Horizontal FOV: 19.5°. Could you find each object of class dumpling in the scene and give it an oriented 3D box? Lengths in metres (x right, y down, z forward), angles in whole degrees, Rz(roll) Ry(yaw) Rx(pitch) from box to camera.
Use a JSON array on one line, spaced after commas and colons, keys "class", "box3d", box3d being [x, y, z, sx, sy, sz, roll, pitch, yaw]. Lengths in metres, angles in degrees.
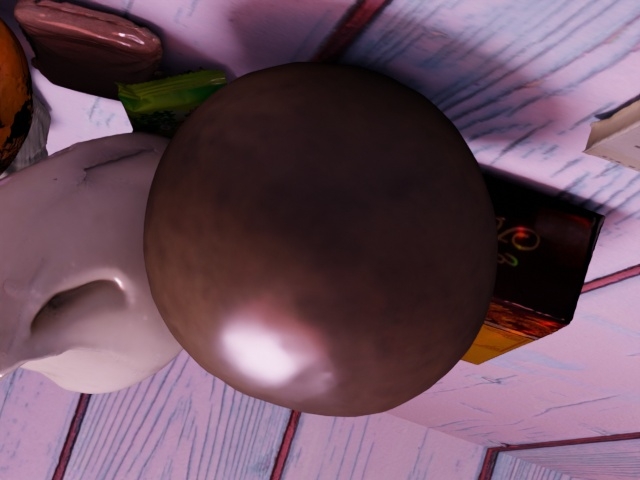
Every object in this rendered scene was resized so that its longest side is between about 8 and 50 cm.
[{"class": "dumpling", "box3d": [-0.229, 0.002, 1.685, 0.315, 0.395, 0.233, 12, 126, 38]}]

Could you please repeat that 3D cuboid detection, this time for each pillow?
[{"class": "pillow", "box3d": [-0.197, -0.162, 1.641, 0.135, 0.034, 0.211, 16, 168, 0]}]

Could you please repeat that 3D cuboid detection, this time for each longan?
[{"class": "longan", "box3d": [-0.001, 0.004, 1.485, 0.297, 0.297, 0.297, 17, 169, 3]}]

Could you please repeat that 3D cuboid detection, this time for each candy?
[{"class": "candy", "box3d": [-0.129, -0.117, 1.684, 0.102, 0.032, 0.178, -7, 171, -2]}]

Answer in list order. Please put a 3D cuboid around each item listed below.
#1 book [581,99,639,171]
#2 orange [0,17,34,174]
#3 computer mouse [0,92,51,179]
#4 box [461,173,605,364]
[{"class": "book", "box3d": [0.323, -0.067, 1.300, 0.201, 0.026, 0.289, 18, 168, -8]}, {"class": "orange", "box3d": [-0.366, -0.124, 1.611, 0.234, 0.234, 0.182, 32, -165, -52]}, {"class": "computer mouse", "box3d": [-0.402, -0.122, 1.888, 0.228, 0.145, 0.429, 15, 169, 5]}, {"class": "box", "box3d": [0.097, 0.017, 1.838, 0.264, 0.115, 0.415, 20, 169, -2]}]
